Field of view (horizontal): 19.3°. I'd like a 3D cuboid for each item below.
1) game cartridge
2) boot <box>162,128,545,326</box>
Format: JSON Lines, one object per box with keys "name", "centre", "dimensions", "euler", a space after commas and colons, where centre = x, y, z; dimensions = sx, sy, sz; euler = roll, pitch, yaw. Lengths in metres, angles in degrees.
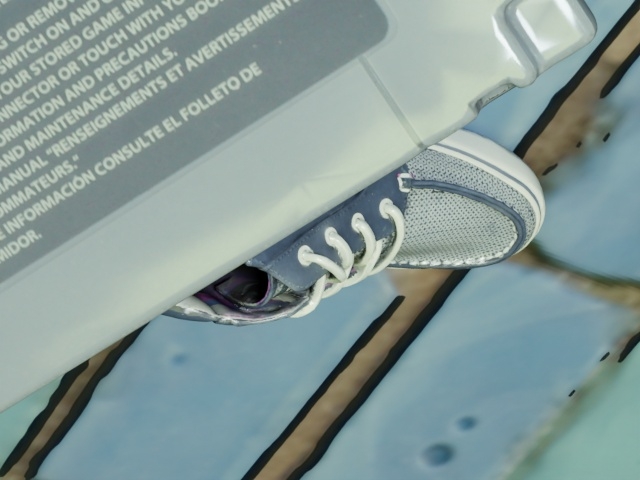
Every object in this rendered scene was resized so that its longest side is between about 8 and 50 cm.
{"name": "game cartridge", "centre": [-0.090, -0.068, 0.591], "dimensions": [0.297, 0.062, 0.198], "euler": [-31, 98, 15]}
{"name": "boot", "centre": [0.000, 0.000, 0.703], "dimensions": [0.190, 0.086, 0.069], "euler": [7, 131, -15]}
